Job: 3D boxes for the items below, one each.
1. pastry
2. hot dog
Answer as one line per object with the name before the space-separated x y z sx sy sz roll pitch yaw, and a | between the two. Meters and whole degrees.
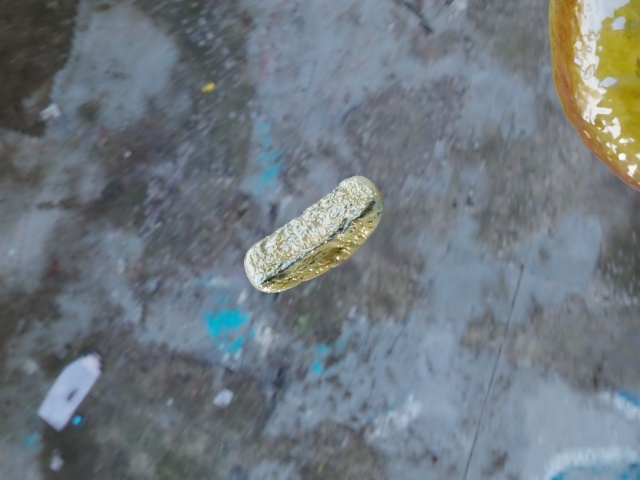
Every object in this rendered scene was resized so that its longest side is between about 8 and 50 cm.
pastry | 0.363 -0.169 1.441 0.356 0.164 0.356 0 117 0
hot dog | 0.000 0.000 0.983 0.090 0.034 0.030 -36 52 11
